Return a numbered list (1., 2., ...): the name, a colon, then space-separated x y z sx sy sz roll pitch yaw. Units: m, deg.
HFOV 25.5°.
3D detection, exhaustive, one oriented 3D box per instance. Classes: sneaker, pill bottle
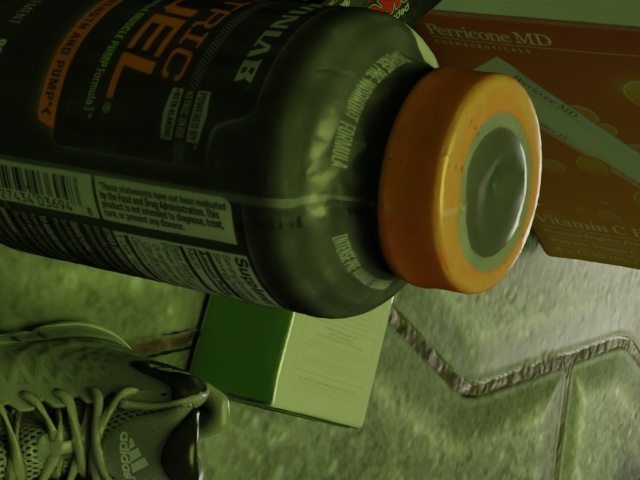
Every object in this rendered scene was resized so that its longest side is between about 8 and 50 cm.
1. sneaker: -0.122 0.082 0.610 0.229 0.132 0.086 -13 110 -56
2. pill bottle: -0.032 -0.039 0.607 0.130 0.246 0.130 -23 118 -53

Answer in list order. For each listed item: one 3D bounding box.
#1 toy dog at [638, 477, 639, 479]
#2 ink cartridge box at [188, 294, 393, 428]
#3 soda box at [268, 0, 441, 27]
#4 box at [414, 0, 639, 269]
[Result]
1. toy dog: 0.405 0.427 1.446 0.395 0.285 0.407 2 96 -39
2. ink cartridge box: 0.000 0.000 0.839 0.109 0.062 0.209 25 78 -57
3. soda box: 0.018 -0.138 0.766 0.169 0.060 0.053 -43 135 -29
4. box: 0.239 -0.123 1.031 0.345 0.215 0.168 50 58 -50
